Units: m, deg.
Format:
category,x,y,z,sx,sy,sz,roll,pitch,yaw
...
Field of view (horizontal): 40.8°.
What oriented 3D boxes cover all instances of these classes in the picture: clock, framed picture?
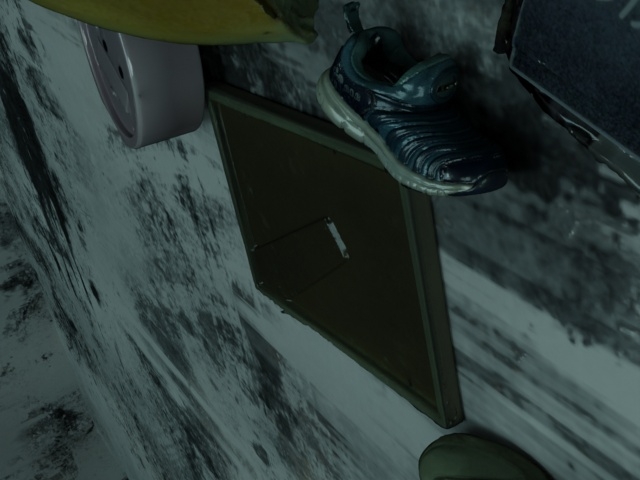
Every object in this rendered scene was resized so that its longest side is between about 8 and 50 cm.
category,x,y,z,sx,sy,sz,roll,pitch,yaw
clock,-0.179,-0.192,0.830,0.197,0.068,0.197,53,154,40
framed picture,0.000,0.000,0.733,0.315,0.024,0.232,30,139,51

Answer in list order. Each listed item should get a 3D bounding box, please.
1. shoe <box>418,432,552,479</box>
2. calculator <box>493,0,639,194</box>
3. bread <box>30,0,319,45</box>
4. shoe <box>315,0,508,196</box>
category,x,y,z,sx,sy,sz,roll,pitch,yaw
shoe,0.144,0.223,0.565,0.275,0.098,0.103,28,134,56
calculator,0.144,-0.123,0.306,0.166,0.028,0.274,47,153,28
bread,-0.076,-0.229,0.376,0.333,0.332,0.160,125,154,-64
shoe,0.056,-0.077,0.497,0.143,0.063,0.071,47,140,32
